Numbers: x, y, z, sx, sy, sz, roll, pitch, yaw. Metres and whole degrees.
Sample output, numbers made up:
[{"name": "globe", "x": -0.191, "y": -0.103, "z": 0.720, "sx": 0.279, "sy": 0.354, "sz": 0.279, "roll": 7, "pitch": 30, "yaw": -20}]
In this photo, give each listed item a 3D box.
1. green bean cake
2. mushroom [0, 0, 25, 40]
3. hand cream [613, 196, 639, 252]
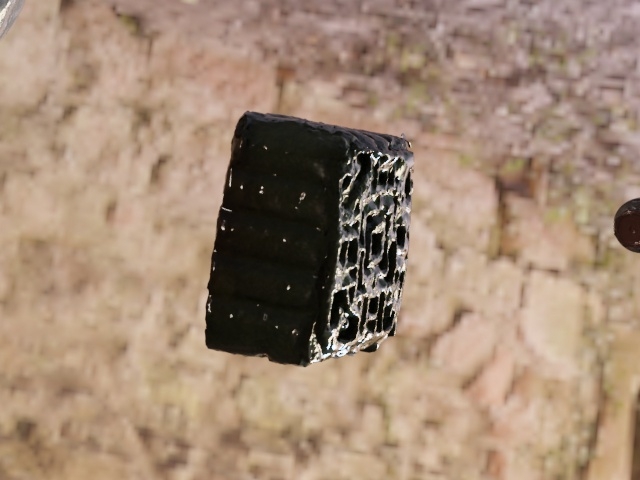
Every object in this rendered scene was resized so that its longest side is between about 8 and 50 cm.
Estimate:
[{"name": "green bean cake", "x": 0.000, "y": 0.000, "z": 1.285, "sx": 0.094, "sy": 0.173, "sz": 0.181, "roll": 10, "pitch": -176, "yaw": 23}, {"name": "mushroom", "x": -0.355, "y": -0.188, "z": 1.705, "sx": 0.118, "sy": 0.270, "sz": 0.103, "roll": -9, "pitch": 140, "yaw": 25}, {"name": "hand cream", "x": 0.279, "y": -0.021, "z": 1.436, "sx": 0.067, "sy": 0.043, "sz": 0.210, "roll": -4, "pitch": -175, "yaw": 26}]
